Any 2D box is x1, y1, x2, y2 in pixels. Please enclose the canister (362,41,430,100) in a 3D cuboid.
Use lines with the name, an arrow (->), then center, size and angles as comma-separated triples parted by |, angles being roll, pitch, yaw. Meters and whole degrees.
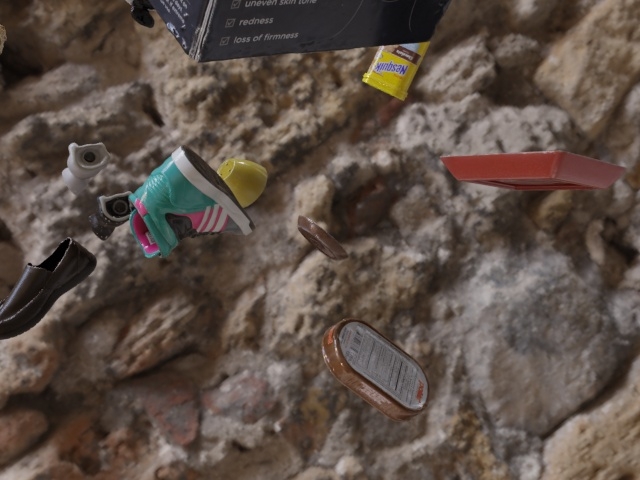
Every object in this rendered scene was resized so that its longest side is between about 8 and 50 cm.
canister -> 0.203, -0.477, 2.109 | 0.170, 0.126, 0.073 | -65, -19, 10

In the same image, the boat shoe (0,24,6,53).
boat shoe -> -0.858, -0.544, 2.078 | 0.170, 0.063, 0.059 | -11, 60, 67

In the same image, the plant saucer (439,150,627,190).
plant saucer -> 0.401, -0.127, 1.495 | 0.259, 0.047, 0.258 | 5, -1, -45

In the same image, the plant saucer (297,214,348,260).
plant saucer -> 0.000, 0.000, 2.036 | 0.029, 0.168, 0.168 | -50, 1, -10

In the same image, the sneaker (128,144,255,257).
sneaker -> -0.234, -0.037, 1.375 | 0.178, 0.124, 0.295 | -37, -25, 2

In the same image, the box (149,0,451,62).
box -> 0.016, -0.539, 1.107 | 0.480, 0.297, 0.472 | -15, -31, -37

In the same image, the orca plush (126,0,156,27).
orca plush -> -0.266, -0.448, 1.460 | 0.151, 0.287, 0.102 | -56, 31, -5

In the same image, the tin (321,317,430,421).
tin -> 0.085, 0.190, 1.167 | 0.040, 0.190, 0.106 | -39, 20, 42

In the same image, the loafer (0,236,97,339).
loafer -> -0.475, 0.073, 1.308 | 0.080, 0.078, 0.220 | 11, 47, 39

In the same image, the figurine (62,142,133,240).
figurine -> -0.537, -0.112, 1.871 | 0.092, 0.215, 0.209 | -30, 1, -32

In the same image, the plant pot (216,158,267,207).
plant pot -> -0.224, -0.168, 2.136 | 0.134, 0.095, 0.134 | -26, 46, 30
